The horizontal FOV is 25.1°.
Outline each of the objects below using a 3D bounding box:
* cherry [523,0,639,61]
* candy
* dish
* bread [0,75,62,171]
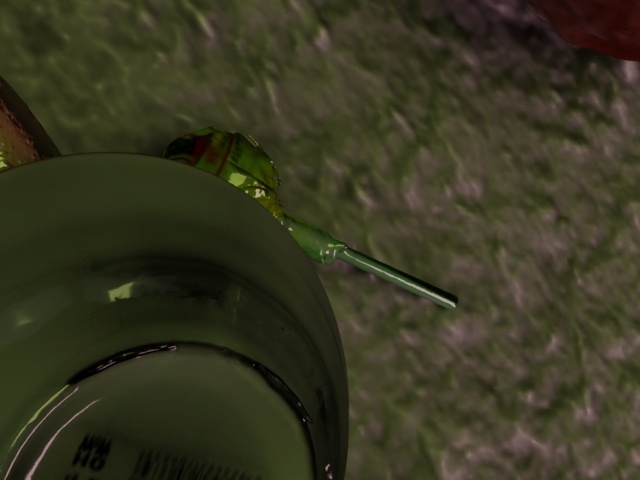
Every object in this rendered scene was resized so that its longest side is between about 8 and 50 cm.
[{"bbox_3d":[0.218,-0.243,0.660,0.291,0.326,0.334,21,82,-50],"label":"cherry"},{"bbox_3d":[0.000,0.000,0.688,0.194,0.062,0.058,23,52,-37],"label":"candy"},{"bbox_3d":[-0.079,0.099,0.576,0.260,0.085,0.260,-9,108,-29],"label":"dish"},{"bbox_3d":[-0.194,0.016,0.576,0.228,0.033,0.228,2,86,-31],"label":"bread"}]
